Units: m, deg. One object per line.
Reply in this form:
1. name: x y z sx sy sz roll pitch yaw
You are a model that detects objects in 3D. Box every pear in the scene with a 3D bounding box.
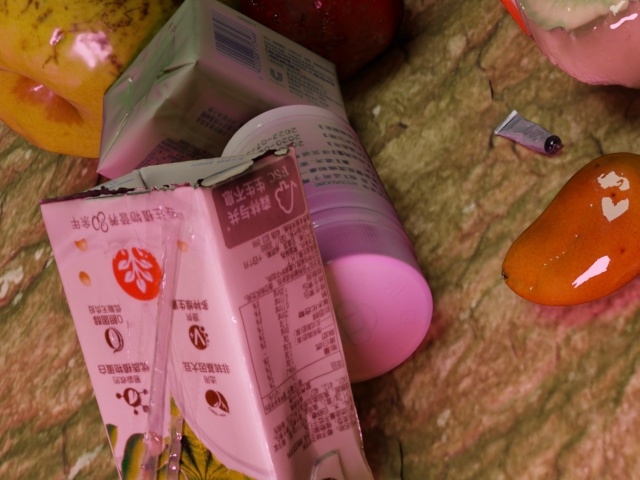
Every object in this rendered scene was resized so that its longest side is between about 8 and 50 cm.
1. pear: -0.243 -0.291 1.875 0.391 0.391 0.391 -25 40 22

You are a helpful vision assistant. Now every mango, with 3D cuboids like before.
1. mango: 0.231 0.000 1.383 0.159 0.084 0.105 -49 48 26

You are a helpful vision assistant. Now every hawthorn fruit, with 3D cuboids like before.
1. hawthorn fruit: -0.008 -0.268 1.744 0.181 0.235 0.181 -9 65 19

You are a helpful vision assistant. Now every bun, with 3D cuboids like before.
1. bun: 0.309 -0.246 1.497 0.259 0.152 0.259 -27 39 25

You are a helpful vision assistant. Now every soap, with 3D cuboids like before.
1. soap: -0.100 -0.122 1.679 0.182 0.199 0.138 -46 34 30

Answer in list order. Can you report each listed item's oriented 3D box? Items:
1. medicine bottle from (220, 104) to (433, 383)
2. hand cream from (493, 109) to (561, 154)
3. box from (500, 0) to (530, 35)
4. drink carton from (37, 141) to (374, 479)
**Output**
1. medicine bottle: 0.000 0.000 1.531 0.152 0.152 0.254 -35 38 10
2. hand cream: 0.199 -0.099 1.568 0.030 0.019 0.093 -47 29 -3
3. box: 0.239 -0.459 1.637 0.349 0.318 0.257 -35 35 12
4. drink carton: -0.089 0.092 1.374 0.194 0.324 0.132 -3 15 41
